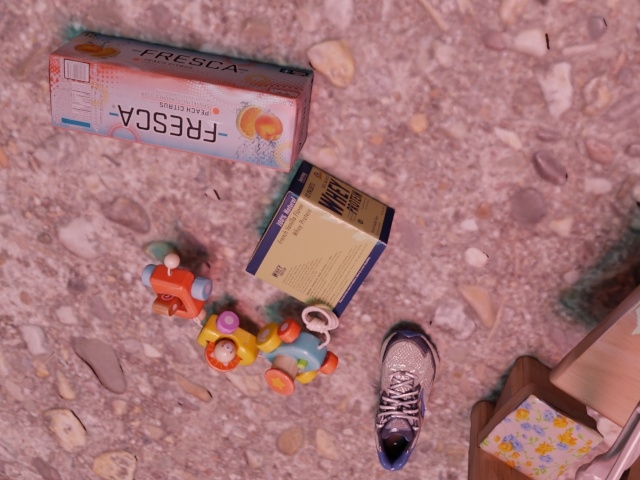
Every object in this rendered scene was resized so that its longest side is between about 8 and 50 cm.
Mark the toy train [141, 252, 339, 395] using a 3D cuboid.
[{"bbox_3d":[-0.068,0.075,0.696,0.166,0.046,0.125,15,147,17],"label":"toy train"}]

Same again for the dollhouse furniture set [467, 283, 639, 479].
[{"bbox_3d":[0.352,0.177,0.577,0.394,0.256,0.362,32,120,-7],"label":"dollhouse furniture set"}]

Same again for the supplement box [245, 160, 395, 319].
[{"bbox_3d":[0.000,0.000,0.668,0.083,0.056,0.083,28,121,-5],"label":"supplement box"}]

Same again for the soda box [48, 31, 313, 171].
[{"bbox_3d":[-0.101,-0.103,0.628,0.183,0.063,0.058,12,121,6],"label":"soda box"}]

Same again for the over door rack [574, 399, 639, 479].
[{"bbox_3d":[0.236,0.243,0.496,0.239,0.108,0.324,28,96,19],"label":"over door rack"}]

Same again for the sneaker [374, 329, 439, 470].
[{"bbox_3d":[0.071,0.139,0.730,0.052,0.058,0.135,6,119,8],"label":"sneaker"}]
